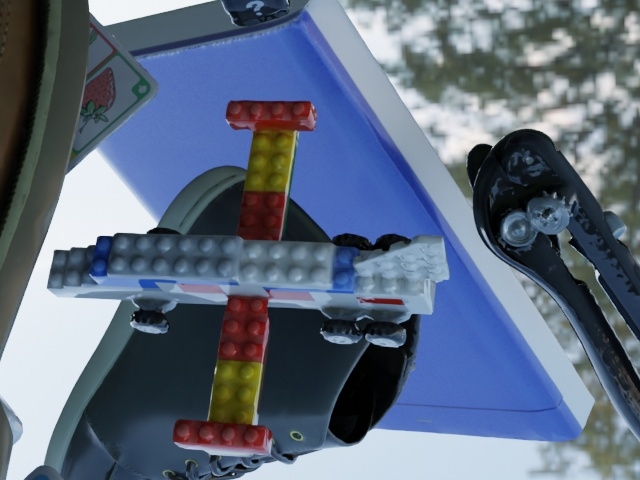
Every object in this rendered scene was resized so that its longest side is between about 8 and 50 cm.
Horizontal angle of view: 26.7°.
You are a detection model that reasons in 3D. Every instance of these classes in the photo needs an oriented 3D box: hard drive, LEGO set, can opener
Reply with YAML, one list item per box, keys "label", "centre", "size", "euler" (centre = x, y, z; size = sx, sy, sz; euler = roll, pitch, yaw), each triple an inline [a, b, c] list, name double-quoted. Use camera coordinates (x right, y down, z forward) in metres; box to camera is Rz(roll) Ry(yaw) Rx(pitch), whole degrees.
- label: "hard drive"
  centre: [0.000, 0.000, 0.784]
  size: [0.210, 0.318, 0.040]
  euler: [-3, -136, 43]
- label: "LEGO set"
  centre: [-0.080, 0.007, 0.424]
  size: [0.244, 0.060, 0.182]
  euler: [-42, -115, -5]
- label: "can opener"
  centre: [0.136, 0.025, 0.655]
  size: [0.059, 0.186, 0.073]
  euler: [-36, -176, 23]

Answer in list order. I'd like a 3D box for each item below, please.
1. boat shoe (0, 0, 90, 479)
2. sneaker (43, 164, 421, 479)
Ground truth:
- label: "boat shoe"
  centre: [-0.141, -0.008, 0.381]
  size: [0.104, 0.307, 0.111]
  euler: [21, 145, -33]
- label: "sneaker"
  centre: [-0.046, 0.090, 0.599]
  size: [0.118, 0.222, 0.083]
  euler: [36, -154, 29]
